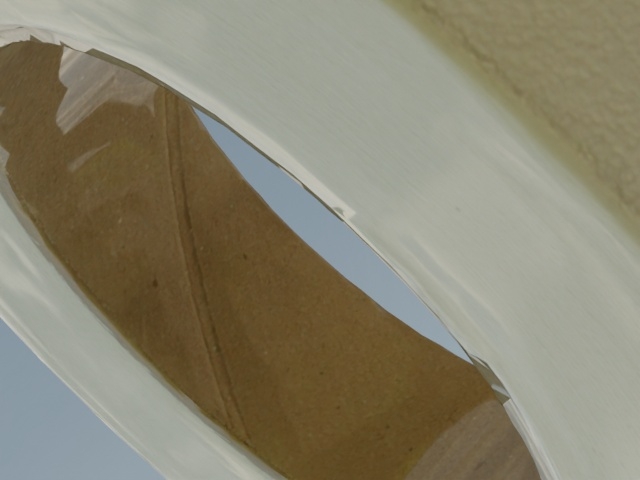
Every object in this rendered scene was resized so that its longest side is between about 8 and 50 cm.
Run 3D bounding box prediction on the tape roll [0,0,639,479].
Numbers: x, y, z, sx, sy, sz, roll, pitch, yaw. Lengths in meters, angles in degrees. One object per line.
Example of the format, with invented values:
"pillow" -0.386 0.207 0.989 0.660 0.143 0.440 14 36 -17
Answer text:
"tape roll" 0.000 0.000 0.496 0.392 0.392 0.072 44 -111 -3
